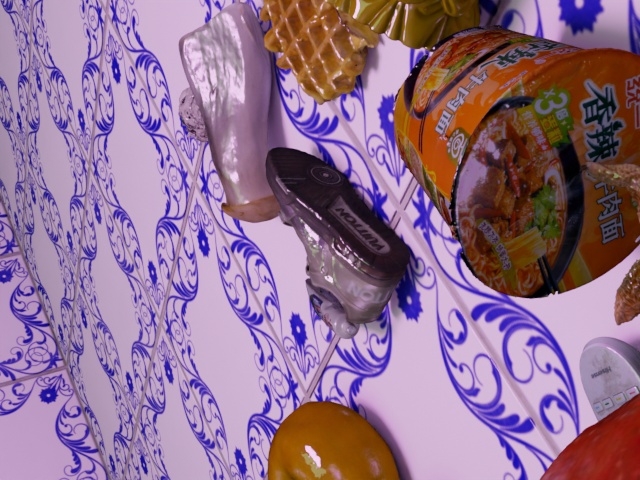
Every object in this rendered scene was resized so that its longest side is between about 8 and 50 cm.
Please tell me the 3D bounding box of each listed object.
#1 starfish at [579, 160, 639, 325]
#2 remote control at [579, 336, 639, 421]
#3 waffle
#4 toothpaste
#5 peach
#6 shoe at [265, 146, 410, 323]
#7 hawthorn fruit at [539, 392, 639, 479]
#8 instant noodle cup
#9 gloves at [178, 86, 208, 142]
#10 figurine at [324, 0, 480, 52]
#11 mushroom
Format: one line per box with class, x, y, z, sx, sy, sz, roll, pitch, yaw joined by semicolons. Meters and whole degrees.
starfish;0.321;0.035;0.794;0.277;0.062;0.236;38;147;15
remote control;0.326;0.208;0.919;0.256;0.045;0.097;66;152;12
waffle;-0.014;-0.290;1.305;0.219;0.057;0.229;-35;72;61
toothpaste;0.015;0.105;1.416;0.233;0.038;0.060;-148;40;-73
peach;0.023;0.365;1.450;0.251;0.153;0.251;32;139;34
shoe;0.002;0.000;1.345;0.293;0.109;0.149;47;135;36
hawthorn fruit;0.276;0.242;0.698;0.285;0.369;0.285;161;90;-79
instant noodle cup;0.181;-0.090;0.881;0.182;0.230;0.230;-127;35;-54
gloves;-0.194;-0.223;1.650;0.153;0.070;0.114;-23;82;60
figurine;0.132;-0.359;0.926;0.187;0.168;0.315;40;130;17
mushroom;-0.127;-0.188;1.493;0.159;0.122;0.328;180;77;-71
